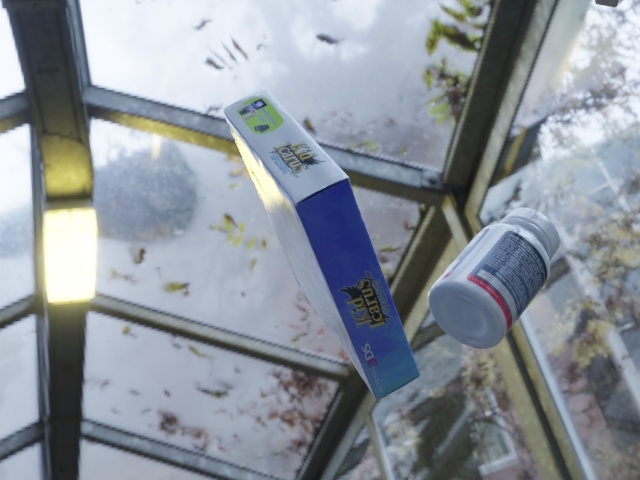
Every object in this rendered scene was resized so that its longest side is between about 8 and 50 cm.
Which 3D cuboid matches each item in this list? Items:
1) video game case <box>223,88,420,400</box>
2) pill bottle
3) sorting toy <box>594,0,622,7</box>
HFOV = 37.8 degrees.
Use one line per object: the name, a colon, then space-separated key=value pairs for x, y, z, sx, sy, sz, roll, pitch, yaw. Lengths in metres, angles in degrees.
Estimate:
video game case: x=0.000 y=0.000 z=1.008 sx=0.061 sy=0.244 sz=0.270 roll=-27 pitch=-55 yaw=-7
pill bottle: x=0.227 y=0.042 z=1.184 sx=0.180 sy=0.108 sz=0.108 roll=-44 pitch=-21 yaw=-33
sorting toy: x=0.393 y=-0.398 z=0.981 sx=0.255 sy=0.089 sz=0.257 roll=-42 pitch=-36 yaw=-45
